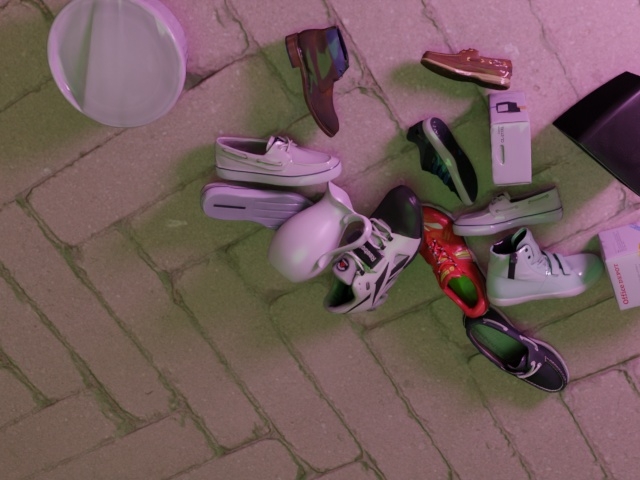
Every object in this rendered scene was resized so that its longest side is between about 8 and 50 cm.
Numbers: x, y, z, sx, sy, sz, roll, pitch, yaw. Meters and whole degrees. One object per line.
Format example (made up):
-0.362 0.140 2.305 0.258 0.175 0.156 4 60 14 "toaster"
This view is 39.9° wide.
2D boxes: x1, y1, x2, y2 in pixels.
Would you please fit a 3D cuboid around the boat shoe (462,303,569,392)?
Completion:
0.430 0.254 1.949 0.303 0.091 0.114 35 117 -10 "boat shoe"

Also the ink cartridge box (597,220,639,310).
0.666 0.040 1.779 0.176 0.127 0.128 -16 114 16 "ink cartridge box"

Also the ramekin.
-0.385 -0.367 1.730 0.273 0.127 0.272 4 118 7 "ramekin"

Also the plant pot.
0.575 -0.208 1.644 0.188 0.187 0.167 37 104 -11 "plant pot"

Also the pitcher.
0.000 0.000 1.799 0.207 0.177 0.125 -48 133 7 "pitcher"

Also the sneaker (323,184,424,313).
0.103 0.035 1.829 0.122 0.146 0.330 44 128 32 "sneaker"

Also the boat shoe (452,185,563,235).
0.379 -0.066 1.807 0.226 0.083 0.075 -11 105 1 "boat shoe"

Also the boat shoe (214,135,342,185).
-0.090 -0.174 1.810 0.268 0.096 0.088 6 123 15 "boat shoe"

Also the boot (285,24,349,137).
0.018 -0.312 1.723 0.106 0.082 0.219 -16 112 19 "boot"

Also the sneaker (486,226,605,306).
0.462 0.039 1.795 0.256 0.094 0.151 -14 124 -7 "sneaker"

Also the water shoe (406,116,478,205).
0.249 -0.157 1.786 0.080 0.073 0.203 -16 111 40 "water shoe"

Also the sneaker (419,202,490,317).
0.269 0.042 1.841 0.107 0.118 0.279 -36 98 24 "sneaker"

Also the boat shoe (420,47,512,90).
0.281 -0.337 1.686 0.178 0.064 0.060 14 88 0 "boat shoe"

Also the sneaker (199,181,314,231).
-0.130 -0.083 1.866 0.258 0.091 0.094 11 115 -21 "sneaker"

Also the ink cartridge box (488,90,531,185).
0.359 -0.195 1.677 0.073 0.175 0.127 -3 117 10 "ink cartridge box"
